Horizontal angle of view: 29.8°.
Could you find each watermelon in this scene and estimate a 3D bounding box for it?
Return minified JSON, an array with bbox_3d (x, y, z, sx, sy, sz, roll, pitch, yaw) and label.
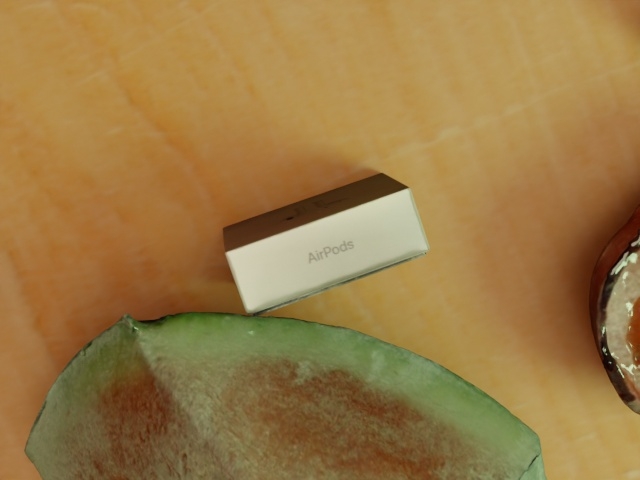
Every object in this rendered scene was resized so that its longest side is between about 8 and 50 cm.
[{"bbox_3d":[-0.012,0.208,0.794,0.387,0.258,0.228,23,137,-10],"label":"watermelon"}]

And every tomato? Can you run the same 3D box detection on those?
[{"bbox_3d":[0.299,0.033,0.895,0.228,0.112,0.199,-33,107,1],"label":"tomato"}]

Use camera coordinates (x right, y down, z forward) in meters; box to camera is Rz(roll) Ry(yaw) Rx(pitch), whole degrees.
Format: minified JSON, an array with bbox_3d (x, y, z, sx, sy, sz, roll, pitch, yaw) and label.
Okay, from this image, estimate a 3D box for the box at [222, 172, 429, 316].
[{"bbox_3d":[0.000,0.000,0.853,0.130,0.129,0.051,-20,98,-2],"label":"box"}]
